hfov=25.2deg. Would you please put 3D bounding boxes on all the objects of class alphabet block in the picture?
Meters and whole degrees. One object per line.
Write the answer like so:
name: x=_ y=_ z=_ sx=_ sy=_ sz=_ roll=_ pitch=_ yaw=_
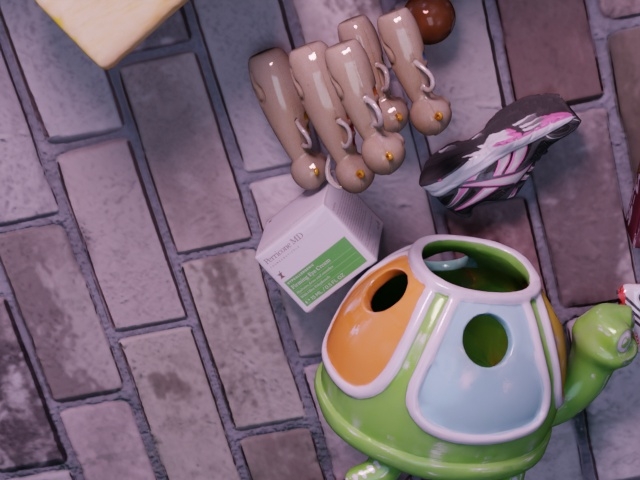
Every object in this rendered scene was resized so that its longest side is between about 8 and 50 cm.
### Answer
alphabet block: x=-0.179 y=-0.310 z=1.340 sx=0.197 sy=0.193 sz=0.192 roll=-39 pitch=104 yaw=20

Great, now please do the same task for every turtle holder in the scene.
turtle holder: x=0.163 y=0.128 z=1.478 sx=0.320 sy=0.243 sz=0.227 roll=17 pitch=118 yaw=5

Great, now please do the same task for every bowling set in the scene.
bowling set: x=0.069 y=-0.144 z=1.401 sx=0.200 sy=0.287 sz=0.154 roll=-25 pitch=104 yaw=-14

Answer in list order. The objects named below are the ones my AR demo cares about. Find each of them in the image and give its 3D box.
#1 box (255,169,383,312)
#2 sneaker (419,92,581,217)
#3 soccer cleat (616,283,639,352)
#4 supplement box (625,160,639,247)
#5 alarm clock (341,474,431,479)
box: x=0.000 y=0.000 z=1.518 sx=0.101 sy=0.102 sz=0.087 roll=-38 pitch=104 yaw=20
sneaker: x=0.194 y=-0.085 z=1.489 sx=0.178 sy=0.072 sz=0.077 roll=-27 pitch=122 yaw=25
soccer cleat: x=0.347 y=0.084 z=1.567 sx=0.036 sy=0.029 sz=0.083 roll=-12 pitch=109 yaw=15
supplement box: x=0.447 y=-0.045 z=1.471 sx=0.239 sy=0.073 sz=0.130 roll=9 pitch=115 yaw=0
alarm clock: x=0.049 y=0.316 z=1.657 sx=0.192 sy=0.129 sz=0.064 roll=-29 pitch=109 yaw=-13
